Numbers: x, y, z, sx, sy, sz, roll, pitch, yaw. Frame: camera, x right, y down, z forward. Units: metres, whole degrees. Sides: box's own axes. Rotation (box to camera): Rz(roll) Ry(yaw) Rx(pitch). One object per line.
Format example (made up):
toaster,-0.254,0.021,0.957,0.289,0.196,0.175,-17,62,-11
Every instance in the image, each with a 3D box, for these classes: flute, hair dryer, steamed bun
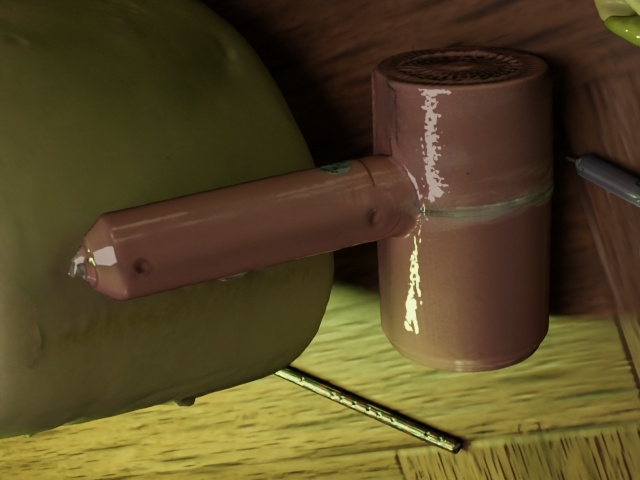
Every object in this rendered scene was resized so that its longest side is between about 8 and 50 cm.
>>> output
flute,0.008,0.132,1.168,0.270,0.014,0.014,20,119,34
hair dryer,0.211,-0.030,0.923,0.114,0.037,0.063,34,128,35
hair dryer,0.000,0.000,0.905,0.125,0.353,0.210,33,130,57
steamed bun,-0.232,-0.062,1.042,0.456,0.371,0.289,35,118,38

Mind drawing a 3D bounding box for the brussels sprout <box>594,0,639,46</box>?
brussels sprout,0.257,-0.203,0.644,0.276,0.315,0.371,50,174,-19
